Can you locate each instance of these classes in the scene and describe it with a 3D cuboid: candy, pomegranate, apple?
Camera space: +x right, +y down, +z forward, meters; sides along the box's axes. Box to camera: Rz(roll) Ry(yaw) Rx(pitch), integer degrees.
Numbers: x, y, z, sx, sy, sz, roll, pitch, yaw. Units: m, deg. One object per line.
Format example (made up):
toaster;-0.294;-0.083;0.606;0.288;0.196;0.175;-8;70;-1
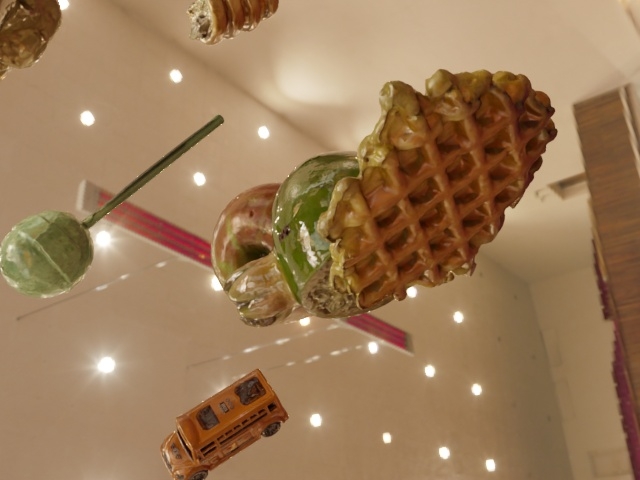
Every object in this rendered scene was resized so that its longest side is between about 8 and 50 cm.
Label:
candy;-0.290;-0.074;1.131;0.440;0.119;0.119;-46;-67;-34
pomegranate;0.012;-0.001;0.864;0.190;0.241;0.159;5;-135;-43
apple;-0.058;0.015;1.292;0.226;0.246;0.246;-26;-85;-59

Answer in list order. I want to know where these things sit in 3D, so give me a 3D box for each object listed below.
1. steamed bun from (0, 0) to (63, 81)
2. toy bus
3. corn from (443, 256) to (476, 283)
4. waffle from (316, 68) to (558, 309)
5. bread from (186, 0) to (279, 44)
steamed bun;-0.327;-0.222;0.638;0.247;0.428;0.189;46;-165;4
toy bus;-0.152;0.280;1.132;0.083;0.194;0.088;48;162;38
corn;0.151;-0.024;1.491;0.347;0.130;0.130;28;-145;10
waffle;0.103;-0.045;0.675;0.243;0.238;0.059;-7;-139;-36
bread;-0.150;-0.400;1.301;0.177;0.119;0.084;-28;-83;-22
